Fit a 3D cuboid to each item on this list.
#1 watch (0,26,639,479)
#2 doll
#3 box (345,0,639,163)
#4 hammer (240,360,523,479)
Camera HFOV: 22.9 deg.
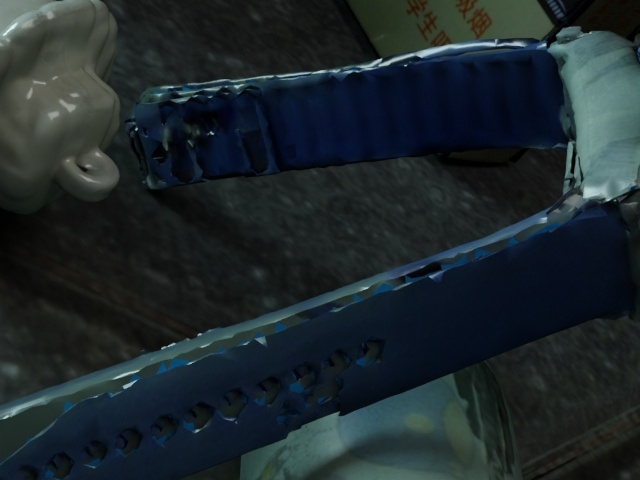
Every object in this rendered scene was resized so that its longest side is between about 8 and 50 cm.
[{"bbox_3d":[0.003,0.006,0.627,0.276,0.274,0.068,-69,149,-52],"label":"watch"},{"bbox_3d":[-0.191,-0.118,0.689,0.293,0.119,0.138,44,22,12],"label":"doll"},{"bbox_3d":[0.140,-0.217,0.924,0.084,0.310,0.198,2,51,-45],"label":"box"},{"bbox_3d":[0.110,0.179,0.668,0.335,0.119,0.206,31,36,-26],"label":"hammer"}]
